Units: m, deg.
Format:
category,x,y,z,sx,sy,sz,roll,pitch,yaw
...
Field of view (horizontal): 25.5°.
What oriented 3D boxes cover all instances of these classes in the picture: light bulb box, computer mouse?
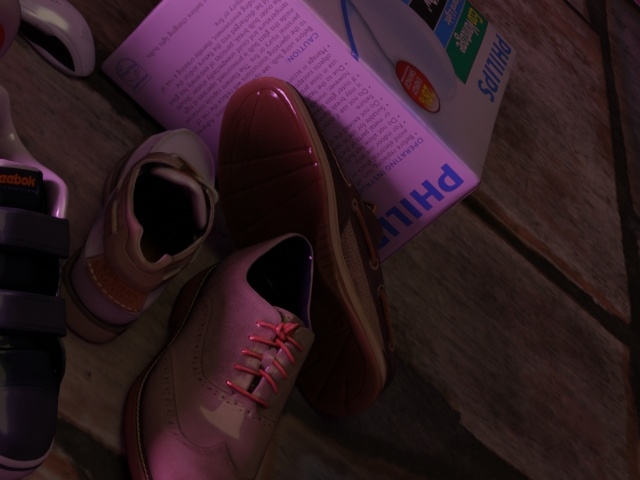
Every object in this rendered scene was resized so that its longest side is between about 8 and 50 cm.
category,x,y,z,sx,sy,sz,roll,pitch,yaw
light bulb box,0.006,-0.201,1.582,0.361,0.225,0.358,43,31,-12
computer mouse,-0.291,-0.242,1.404,0.193,0.042,0.106,40,31,-19

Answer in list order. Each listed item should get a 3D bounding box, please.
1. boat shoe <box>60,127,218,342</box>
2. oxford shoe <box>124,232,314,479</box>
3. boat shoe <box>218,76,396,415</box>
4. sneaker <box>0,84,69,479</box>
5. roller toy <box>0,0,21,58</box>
category,x,y,z,sx,sy,sz,roll,pitch,yaw
boat shoe,-0.144,-0.025,1.308,0.113,0.103,0.302,42,31,-17
oxford shoe,-0.077,0.113,1.227,0.123,0.130,0.348,37,33,-23
boat shoe,0.000,0.000,1.421,0.123,0.123,0.342,-21,90,-61
sneaker,-0.260,0.019,1.089,0.126,0.127,0.321,8,53,-52
roller toy,-0.346,-0.185,1.119,0.209,0.191,0.146,-12,68,-57
